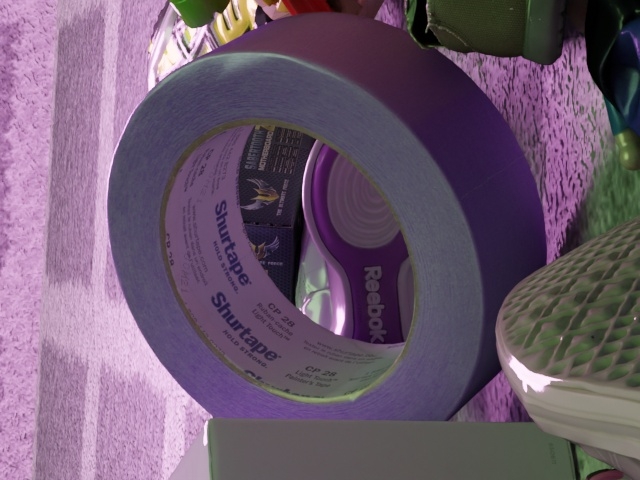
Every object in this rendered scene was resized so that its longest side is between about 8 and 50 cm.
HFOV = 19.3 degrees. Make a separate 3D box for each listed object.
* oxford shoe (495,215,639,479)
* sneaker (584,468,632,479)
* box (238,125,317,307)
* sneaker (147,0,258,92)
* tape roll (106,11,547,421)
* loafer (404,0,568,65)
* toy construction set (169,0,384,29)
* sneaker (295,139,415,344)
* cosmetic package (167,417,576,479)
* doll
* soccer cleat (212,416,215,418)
[{"bbox_3d":[0.193,0.072,0.760,0.130,0.169,0.449,60,172,-16],"label":"oxford shoe"},{"bbox_3d":[0.157,0.211,0.963,0.077,0.072,0.178,7,100,62],"label":"sneaker"},{"bbox_3d":[-0.034,-0.010,1.457,0.232,0.059,0.183,-80,-6,-51],"label":"box"},{"bbox_3d":[-0.058,-0.183,1.589,0.147,0.145,0.384,-118,34,-59],"label":"sneaker"},{"bbox_3d":[0.000,0.000,1.183,0.275,0.090,0.275,14,118,29],"label":"tape roll"},{"bbox_3d":[0.095,-0.157,1.120,0.251,0.087,0.094,-85,1,-82],"label":"loafer"},{"bbox_3d":[0.005,-0.193,1.337,0.237,0.257,0.309,54,-158,-27],"label":"toy construction set"},{"bbox_3d":[0.038,0.056,1.352,0.152,0.114,0.305,-70,-15,-81],"label":"sneaker"},{"bbox_3d":[0.016,0.207,1.146,0.224,0.224,0.138,123,145,-57],"label":"cosmetic package"},{"bbox_3d":[0.169,-0.092,1.003,0.189,0.046,0.129,-111,9,-56],"label":"doll"},{"bbox_3d":[-0.059,0.117,1.686,0.072,0.060,0.179,58,143,41],"label":"soccer cleat"}]
